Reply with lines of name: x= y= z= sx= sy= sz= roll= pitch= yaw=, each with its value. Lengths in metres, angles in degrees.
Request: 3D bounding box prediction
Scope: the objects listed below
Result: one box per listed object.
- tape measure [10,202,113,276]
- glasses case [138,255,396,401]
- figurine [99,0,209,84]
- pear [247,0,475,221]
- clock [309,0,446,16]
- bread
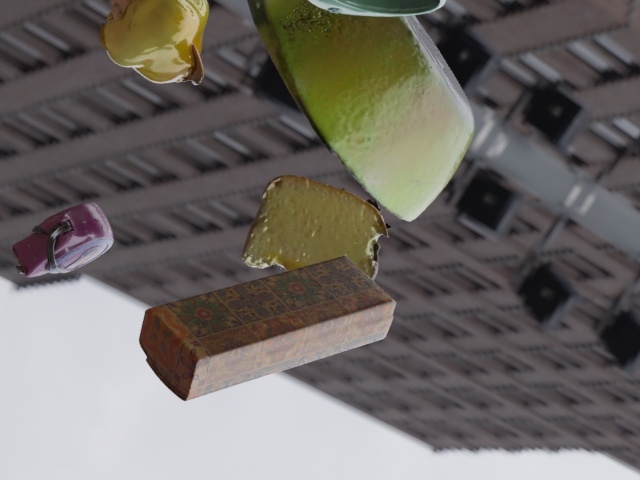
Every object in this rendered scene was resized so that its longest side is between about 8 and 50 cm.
tape measure: x=-0.354 y=-0.002 z=2.443 sx=0.118 sy=0.125 sz=0.074 roll=-34 pitch=-101 yaw=30
glasses case: x=-0.042 y=0.073 z=1.471 sx=0.075 sy=0.218 sz=0.049 roll=42 pitch=-50 yaw=34
figurine: x=-0.209 y=-0.297 z=2.113 sx=0.156 sy=0.246 sz=0.131 roll=-37 pitch=-155 yaw=-26
pear: x=0.079 y=-0.228 z=2.393 sx=0.165 sy=0.399 sz=0.399 roll=-32 pitch=-141 yaw=12
clock: x=0.067 y=-0.274 z=1.784 sx=0.188 sy=0.148 sz=0.060 roll=4 pitch=-100 yaw=18
bread: x=0.000 y=0.000 z=2.140 sx=0.169 sy=0.160 sz=0.140 roll=-9 pitch=119 yaw=-85
